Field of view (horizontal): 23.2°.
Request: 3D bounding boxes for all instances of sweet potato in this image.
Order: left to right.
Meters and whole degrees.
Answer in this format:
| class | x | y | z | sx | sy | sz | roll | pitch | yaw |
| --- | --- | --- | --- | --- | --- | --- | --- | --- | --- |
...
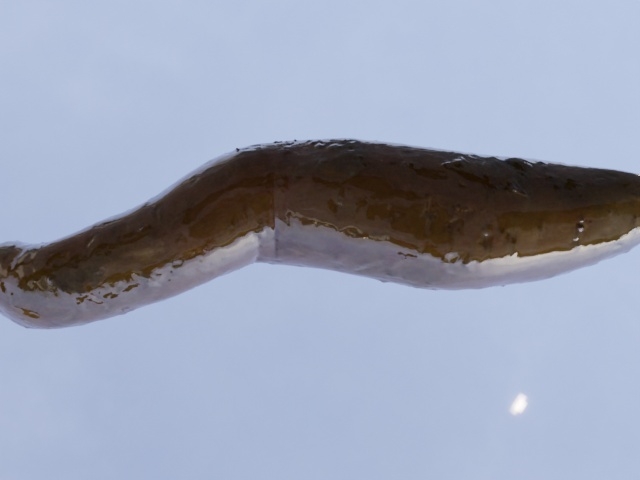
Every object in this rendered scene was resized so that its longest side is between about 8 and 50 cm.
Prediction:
| class | x | y | z | sx | sy | sz | roll | pitch | yaw |
| --- | --- | --- | --- | --- | --- | --- | --- | --- | --- |
| sweet potato | 0.000 | -0.005 | 0.372 | 0.179 | 0.044 | 0.044 | -5 | -133 | -3 |
